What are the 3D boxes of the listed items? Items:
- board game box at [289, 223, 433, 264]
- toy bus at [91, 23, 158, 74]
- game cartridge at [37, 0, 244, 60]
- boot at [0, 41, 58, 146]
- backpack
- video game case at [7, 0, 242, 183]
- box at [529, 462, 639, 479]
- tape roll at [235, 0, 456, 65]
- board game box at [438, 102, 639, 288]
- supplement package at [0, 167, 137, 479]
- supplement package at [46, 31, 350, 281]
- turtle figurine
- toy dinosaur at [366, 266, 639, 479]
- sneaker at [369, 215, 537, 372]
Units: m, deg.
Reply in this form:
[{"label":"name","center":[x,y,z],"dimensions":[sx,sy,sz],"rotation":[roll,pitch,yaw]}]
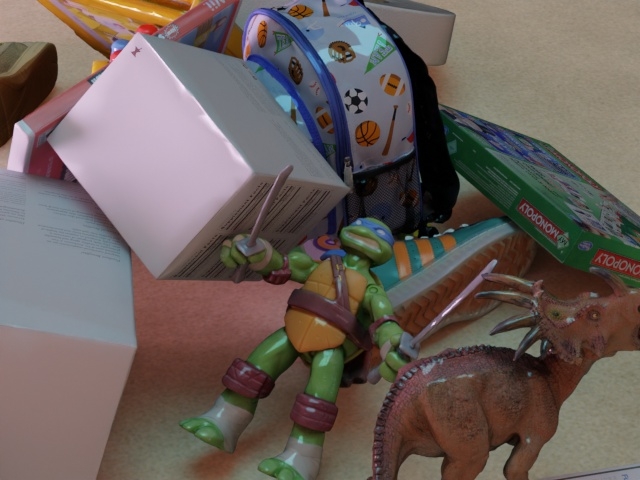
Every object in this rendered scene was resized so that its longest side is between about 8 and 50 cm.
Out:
[{"label":"board game box","center":[0.000,0.000,1.949],"dimensions":[0.259,0.039,0.124],"rotation":[4,34,0]},{"label":"toy bus","center":[-0.210,-0.131,1.985],"dimensions":[0.149,0.211,0.220],"rotation":[0,35,-4]},{"label":"game cartridge","center":[-0.203,-0.253,2.125],"dimensions":[0.285,0.324,0.052],"rotation":[18,79,26]},{"label":"boot","center":[-0.477,-0.197,2.182],"dimensions":[0.203,0.095,0.262],"rotation":[11,33,15]},{"label":"backpack","center":[-0.001,-0.140,1.891],"dimensions":[0.213,0.263,0.276],"rotation":[-20,39,-29]},{"label":"video game case","center":[-0.209,-0.138,1.785],"dimensions":[0.285,0.204,0.025],"rotation":[-38,79,-27]},{"label":"box","center":[0.201,0.288,1.464],"dimensions":[0.290,0.087,0.169],"rotation":[-6,34,-10]},{"label":"tape roll","center":[-0.020,-0.300,2.233],"dimensions":[0.392,0.072,0.392],"rotation":[10,11,-2]},{"label":"board game box","center":[0.263,-0.047,1.919],"dimensions":[0.213,0.046,0.317],"rotation":[17,19,-38]},{"label":"supplement package","center":[-0.296,0.084,1.630],"dimensions":[0.199,0.198,0.262],"rotation":[11,31,-15]},{"label":"supplement package","center":[-0.118,-0.076,1.692],"dimensions":[0.194,0.149,0.203],"rotation":[51,19,20]},{"label":"turtle figurine","center":[-0.016,0.083,1.582],"dimensions":[0.198,0.266,0.275],"rotation":[29,-6,-14]},{"label":"toy dinosaur","center":[0.132,0.127,1.446],"dimensions":[0.296,0.200,0.127],"rotation":[-20,37,-28]},{"label":"sneaker","center":[0.099,0.035,1.827],"dimensions":[0.302,0.108,0.121],"rotation":[-26,46,-32]}]
